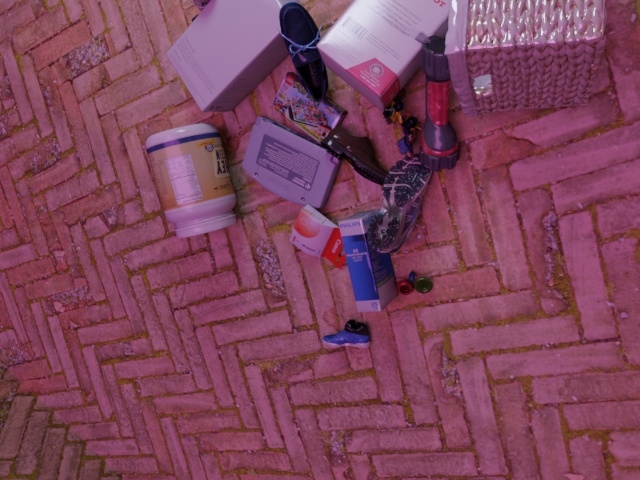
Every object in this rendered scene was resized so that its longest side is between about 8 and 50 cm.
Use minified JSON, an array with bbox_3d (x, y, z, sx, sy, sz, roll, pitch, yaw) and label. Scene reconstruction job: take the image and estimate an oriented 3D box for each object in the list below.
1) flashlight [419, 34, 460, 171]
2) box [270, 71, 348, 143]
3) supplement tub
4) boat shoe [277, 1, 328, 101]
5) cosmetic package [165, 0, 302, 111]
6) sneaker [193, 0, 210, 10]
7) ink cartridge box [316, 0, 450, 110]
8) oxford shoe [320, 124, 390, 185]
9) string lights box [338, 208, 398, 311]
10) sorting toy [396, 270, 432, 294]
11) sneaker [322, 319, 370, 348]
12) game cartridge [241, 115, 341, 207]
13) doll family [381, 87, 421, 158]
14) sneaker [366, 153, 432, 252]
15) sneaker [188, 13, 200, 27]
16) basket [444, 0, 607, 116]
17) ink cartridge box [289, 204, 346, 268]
[{"bbox_3d":[0.283,-0.311,1.247,0.103,0.103,0.304,18,140,26],"label":"flashlight"},{"bbox_3d":[-0.034,-0.374,1.505,0.207,0.036,0.114,39,117,13],"label":"box"},{"bbox_3d":[-0.388,-0.182,1.630,0.228,0.228,0.316,-9,100,29],"label":"supplement tub"},{"bbox_3d":[-0.026,-0.476,1.350,0.109,0.089,0.258,-22,133,10],"label":"boat shoe"},{"bbox_3d":[-0.229,-0.562,1.490,0.385,0.156,0.217,-32,88,29],"label":"cosmetic package"},{"bbox_3d":[-0.312,-0.696,1.473,0.102,0.252,0.111,-11,118,1],"label":"sneaker"},{"bbox_3d":[0.163,-0.493,1.268,0.207,0.117,0.283,42,93,12],"label":"ink cartridge box"},{"bbox_3d":[0.119,-0.232,1.438,0.227,0.083,0.096,38,84,-4],"label":"oxford shoe"},{"bbox_3d":[0.137,0.054,1.476,0.076,0.133,0.260,-8,99,32],"label":"string lights box"},{"bbox_3d":[0.263,0.117,1.487,0.101,0.042,0.061,-11,114,17],"label":"sorting toy"},{"bbox_3d":[0.075,0.278,1.611,0.152,0.058,0.085,1,110,23],"label":"sneaker"},{"bbox_3d":[-0.091,-0.223,1.567,0.294,0.060,0.196,29,112,18],"label":"game cartridge"},{"bbox_3d":[0.206,-0.303,1.346,0.076,0.111,0.193,-30,91,-12],"label":"doll family"},{"bbox_3d":[0.219,-0.096,1.417,0.110,0.122,0.283,29,93,31],"label":"sneaker"},{"bbox_3d":[-0.384,-0.659,1.610,0.083,0.035,0.031,-39,84,30],"label":"sneaker"},{"bbox_3d":[0.406,-0.459,1.051,0.266,0.328,0.332,2,82,21],"label":"basket"},{"bbox_3d":[0.000,0.000,1.559,0.179,0.045,0.145,40,138,13],"label":"ink cartridge box"}]
